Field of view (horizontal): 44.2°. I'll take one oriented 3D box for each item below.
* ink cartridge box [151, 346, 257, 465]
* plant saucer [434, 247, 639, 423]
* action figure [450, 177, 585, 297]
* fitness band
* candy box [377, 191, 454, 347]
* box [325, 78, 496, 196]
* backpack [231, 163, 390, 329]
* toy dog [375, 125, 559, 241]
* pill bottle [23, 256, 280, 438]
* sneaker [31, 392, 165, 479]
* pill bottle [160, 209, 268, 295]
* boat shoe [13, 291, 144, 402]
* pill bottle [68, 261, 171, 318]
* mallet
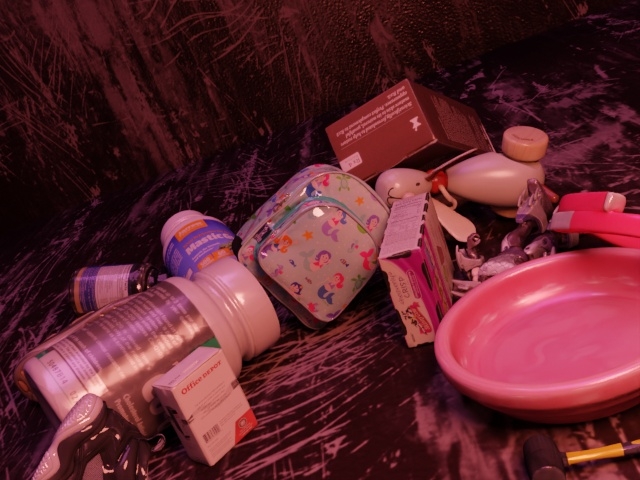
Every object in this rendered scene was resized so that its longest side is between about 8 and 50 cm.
[{"bbox_3d":[-0.163,0.233,1.119,0.056,0.135,0.099,-2,27,46],"label":"ink cartridge box"},{"bbox_3d":[0.313,0.121,0.993,0.332,0.084,0.332,-20,20,8],"label":"plant saucer"},{"bbox_3d":[0.314,0.017,1.249,0.185,0.099,0.285,12,41,39],"label":"action figure"},{"bbox_3d":[0.436,-0.014,1.058,0.209,0.054,0.291,14,1,-7],"label":"fitness band"},{"bbox_3d":[0.157,0.040,1.256,0.071,0.159,0.233,-14,20,18],"label":"candy box"},{"bbox_3d":[0.193,-0.188,1.570,0.191,0.143,0.381,-28,-12,26],"label":"box"},{"bbox_3d":[0.000,0.000,1.354,0.253,0.225,0.191,-47,18,-6],"label":"backpack"},{"bbox_3d":[0.283,-0.086,1.402,0.334,0.220,0.161,-28,34,-7],"label":"toy dog"},{"bbox_3d":[-0.256,0.184,1.245,0.361,0.204,0.204,-33,22,-26],"label":"pill bottle"},{"bbox_3d":[-0.310,0.347,1.027,0.268,0.153,0.101,-62,11,-8],"label":"sneaker"},{"bbox_3d":[-0.222,0.043,1.563,0.152,0.152,0.272,-28,37,-16],"label":"pill bottle"},{"bbox_3d":[-0.426,0.182,1.541,0.356,0.132,0.130,-24,20,-9],"label":"boat shoe"},{"bbox_3d":[-0.420,0.111,1.709,0.219,0.122,0.123,-5,22,9],"label":"pill bottle"},{"bbox_3d":[0.305,0.222,0.811,0.190,0.039,0.062,-11,20,18],"label":"mallet"}]
